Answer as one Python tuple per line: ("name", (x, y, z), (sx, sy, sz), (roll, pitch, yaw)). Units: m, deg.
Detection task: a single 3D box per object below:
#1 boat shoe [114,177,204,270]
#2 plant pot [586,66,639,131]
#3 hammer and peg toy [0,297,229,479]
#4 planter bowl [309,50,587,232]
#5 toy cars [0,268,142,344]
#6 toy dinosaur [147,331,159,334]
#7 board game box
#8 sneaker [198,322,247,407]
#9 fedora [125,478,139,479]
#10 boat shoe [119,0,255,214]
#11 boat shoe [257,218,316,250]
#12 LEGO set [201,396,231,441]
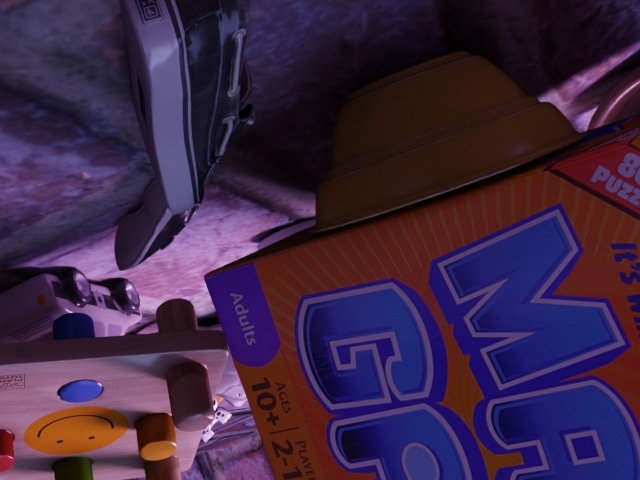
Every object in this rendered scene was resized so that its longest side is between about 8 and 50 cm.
("boat shoe", (-0.139, -0.013, 0.739), (0.038, 0.046, 0.125), (-3, 148, -38))
("plant pot", (0.443, -0.102, 0.927), (0.229, 0.263, 0.263), (-34, 177, -42))
("hammer and peg toy", (-0.277, 0.167, 0.790), (0.361, 0.127, 0.266), (-1, 142, -21))
("planter bowl", (0.079, -0.083, 0.658), (0.217, 0.090, 0.217), (-19, -176, 1))
("toy cars", (-0.285, 0.133, 0.958), (0.176, 0.087, 0.394), (-14, 163, -28))
("toy dinosaur", (-0.284, 0.187, 1.171), (0.268, 0.064, 0.118), (-34, -171, 41))
("board game box", (0.185, 0.110, 0.761), (0.356, 0.356, 0.356), (-18, -177, 27))
("sneaker", (-0.096, 0.158, 1.230), (0.297, 0.129, 0.111), (-24, 163, 4))
("fedora", (-0.353, 0.339, 1.115), (0.334, 0.152, 0.334), (-16, -178, 0))
("boat shoe", (-0.073, -0.080, 0.529), (0.070, 0.078, 0.219), (-17, 163, -14))
("boat shoe", (0.000, 0.000, 0.979), (0.142, 0.040, 0.049), (-16, 164, -21))
("LEGO set", (-0.137, 0.183, 1.339), (0.227, 0.093, 0.087), (-46, -154, -11))
